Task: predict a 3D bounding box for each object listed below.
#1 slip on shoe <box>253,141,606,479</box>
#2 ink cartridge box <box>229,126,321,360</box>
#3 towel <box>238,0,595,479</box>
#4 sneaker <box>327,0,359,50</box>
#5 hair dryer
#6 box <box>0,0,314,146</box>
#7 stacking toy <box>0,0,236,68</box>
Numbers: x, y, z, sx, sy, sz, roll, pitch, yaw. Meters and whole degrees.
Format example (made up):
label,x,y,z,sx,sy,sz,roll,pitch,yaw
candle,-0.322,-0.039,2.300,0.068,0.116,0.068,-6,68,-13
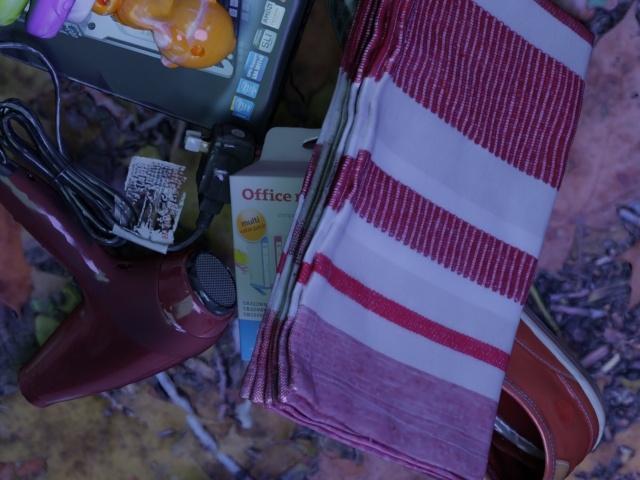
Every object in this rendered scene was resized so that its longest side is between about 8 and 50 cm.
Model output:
label,x,y,z,sx,sy,sz,roll,pitch,yaw
slip on shoe,0.065,0.057,1.230,0.331,0.101,0.123,44,135,-9
ink cartridge box,0.000,0.000,1.141,0.092,0.090,0.143,2,106,22
towel,0.079,-0.022,1.112,0.037,0.237,0.329,8,77,40
sneaker,0.053,-0.111,1.211,0.063,0.075,0.170,-22,103,11
hair dryer,-0.163,0.004,1.250,0.223,0.080,0.294,20,121,9
box,-0.102,-0.250,1.183,0.242,0.076,0.308,20,107,0
stacking toy,-0.188,-0.191,1.104,0.301,0.166,0.175,25,123,-12
